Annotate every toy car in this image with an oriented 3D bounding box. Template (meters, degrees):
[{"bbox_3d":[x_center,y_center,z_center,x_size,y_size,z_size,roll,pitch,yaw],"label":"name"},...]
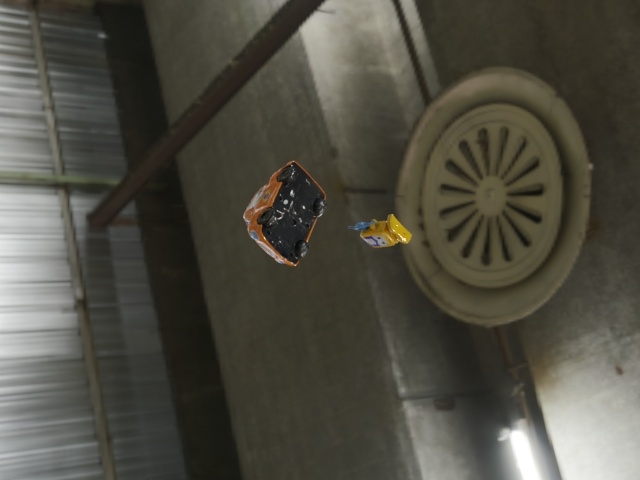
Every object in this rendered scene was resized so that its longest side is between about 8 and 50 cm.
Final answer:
[{"bbox_3d":[0.000,0.000,0.567,0.041,0.122,0.060,-12,-119,41],"label":"toy car"}]
